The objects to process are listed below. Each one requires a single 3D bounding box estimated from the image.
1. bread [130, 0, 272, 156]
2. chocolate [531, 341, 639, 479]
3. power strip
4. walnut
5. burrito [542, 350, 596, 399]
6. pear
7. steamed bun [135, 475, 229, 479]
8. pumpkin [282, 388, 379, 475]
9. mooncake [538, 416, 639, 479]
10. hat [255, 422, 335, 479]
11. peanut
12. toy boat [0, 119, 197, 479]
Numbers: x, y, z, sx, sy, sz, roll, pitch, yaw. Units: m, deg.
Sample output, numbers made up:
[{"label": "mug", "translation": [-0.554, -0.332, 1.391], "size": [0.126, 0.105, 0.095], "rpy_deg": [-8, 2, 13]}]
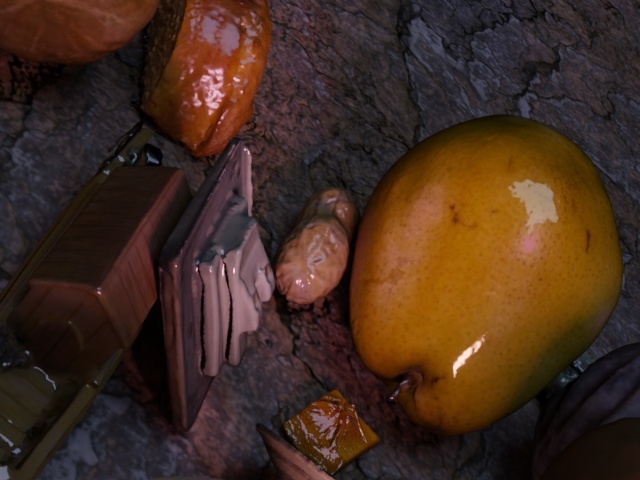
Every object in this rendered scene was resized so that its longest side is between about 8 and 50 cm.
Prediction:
[{"label": "bread", "translation": [-0.120, -0.226, 1.329], "size": [0.129, 0.134, 0.260], "rpy_deg": [22, 42, -27]}, {"label": "chocolate", "translation": [0.329, 0.225, 1.248], "size": [0.213, 0.303, 0.303], "rpy_deg": [15, 38, 6]}, {"label": "power strip", "translation": [-0.078, 0.044, 1.054], "size": [0.064, 0.213, 0.198], "rpy_deg": [8, 40, 10]}, {"label": "walnut", "translation": [-0.253, -0.308, 1.194], "size": [0.283, 0.227, 0.283], "rpy_deg": [-4, 40, 3]}, {"label": "burrito", "translation": [0.284, 0.148, 1.420], "size": [0.309, 0.066, 0.096], "rpy_deg": [48, 32, 3]}, {"label": "pear", "translation": [0.173, 0.032, 1.254], "size": [0.285, 0.285, 0.336], "rpy_deg": [26, 47, -25]}, {"label": "steamed bun", "translation": [-0.123, 0.316, 0.730], "size": [0.394, 0.237, 0.347], "rpy_deg": [44, 51, -62]}, {"label": "pumpkin", "translation": [0.017, 0.183, 1.156], "size": [0.073, 0.035, 0.101], "rpy_deg": [53, 35, 6]}, {"label": "mooncake", "translation": [0.342, 0.364, 0.945], "size": [0.467, 0.467, 0.262], "rpy_deg": [42, 30, -5]}, {"label": "hat", "translation": [0.009, 0.272, 0.991], "size": [0.252, 0.252, 0.110], "rpy_deg": [42, 78, -4]}, {"label": "peanut", "translation": [0.000, 0.000, 1.273], "size": [0.080, 0.080, 0.174], "rpy_deg": [38, 37, -10]}, {"label": "toy boat", "translation": [-0.186, 0.050, 0.981], "size": [0.136, 0.162, 0.445], "rpy_deg": [40, 37, -11]}]
